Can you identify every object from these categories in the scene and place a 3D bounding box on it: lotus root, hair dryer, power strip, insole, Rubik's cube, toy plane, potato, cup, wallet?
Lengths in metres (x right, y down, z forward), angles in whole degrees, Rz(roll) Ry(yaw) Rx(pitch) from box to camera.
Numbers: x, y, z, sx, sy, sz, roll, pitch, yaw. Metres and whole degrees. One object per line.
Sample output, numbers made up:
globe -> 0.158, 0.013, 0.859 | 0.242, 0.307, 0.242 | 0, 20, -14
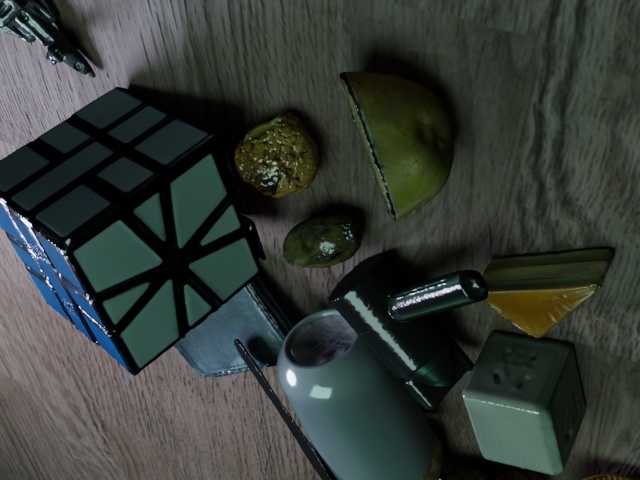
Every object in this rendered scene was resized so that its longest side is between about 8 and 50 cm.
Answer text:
lotus root -> 0.000, 0.000, 1.404 | 0.089, 0.080, 0.179 | 6, 165, -36
hair dryer -> 0.173, 0.126, 1.336 | 0.244, 0.116, 0.302 | 48, 153, -9
power strip -> 0.326, 0.272, 1.414 | 0.139, 0.140, 0.224 | 5, 136, 32
insole -> -0.056, 0.321, 1.619 | 0.348, 0.009, 0.119 | 55, 165, 8
Rubik's cube -> -0.296, -0.024, 1.381 | 0.283, 0.293, 0.288 | 25, 144, 39
toy plane -> -0.463, -0.349, 1.350 | 0.204, 0.103, 0.316 | -38, 111, 16
potato -> 0.107, -0.135, 1.145 | 0.117, 0.182, 0.202 | -19, 105, 5
cup -> 0.060, 0.277, 1.564 | 0.206, 0.205, 0.312 | 3, 132, 35
wallet -> -0.187, 0.146, 1.717 | 0.342, 0.075, 0.237 | -20, 112, 49

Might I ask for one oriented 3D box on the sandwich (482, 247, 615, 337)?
sandwich -> 0.302, 0.047, 1.230 | 0.113, 0.079, 0.163 | 34, 144, 0

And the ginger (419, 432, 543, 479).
ginger -> 0.225, 0.473, 1.697 | 0.375, 0.176, 0.256 | 23, 124, 17

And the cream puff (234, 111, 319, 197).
cream puff -> -0.061, -0.118, 1.308 | 0.119, 0.104, 0.133 | 43, 142, -1

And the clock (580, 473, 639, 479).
clock -> 0.524, 0.525, 1.469 | 0.317, 0.244, 0.200 | 18, 156, 26
